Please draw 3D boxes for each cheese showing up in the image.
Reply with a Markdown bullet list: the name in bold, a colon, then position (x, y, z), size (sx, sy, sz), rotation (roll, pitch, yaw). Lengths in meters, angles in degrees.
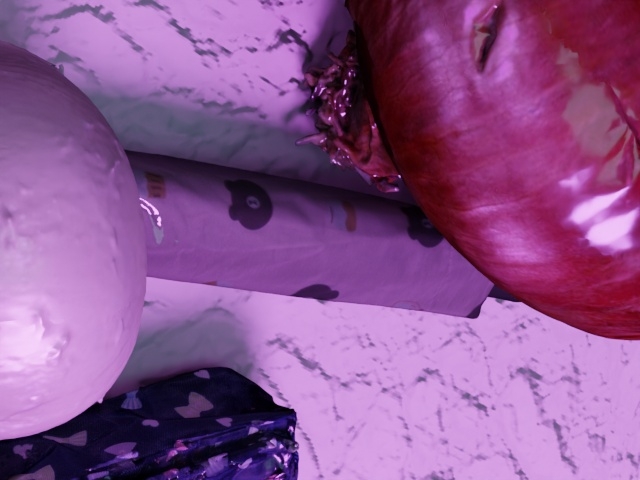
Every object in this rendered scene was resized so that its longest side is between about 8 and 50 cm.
- **cheese**: position (-0.161, 0.007, 0.821), size (0.155, 0.189, 0.198), rotation (-1, 101, -2)

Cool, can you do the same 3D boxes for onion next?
- **onion**: position (0.122, -0.100, 0.970), size (0.347, 0.286, 0.347), rotation (38, 43, -47)

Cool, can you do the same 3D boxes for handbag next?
- **handbag**: position (-0.114, 0.177, 0.958), size (0.260, 0.113, 0.162), rotation (-12, 116, -38)

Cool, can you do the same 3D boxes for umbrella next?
- **umbrella**: position (0.000, 0.000, 1.007), size (0.337, 0.073, 0.067), rotation (10, 121, -35)
